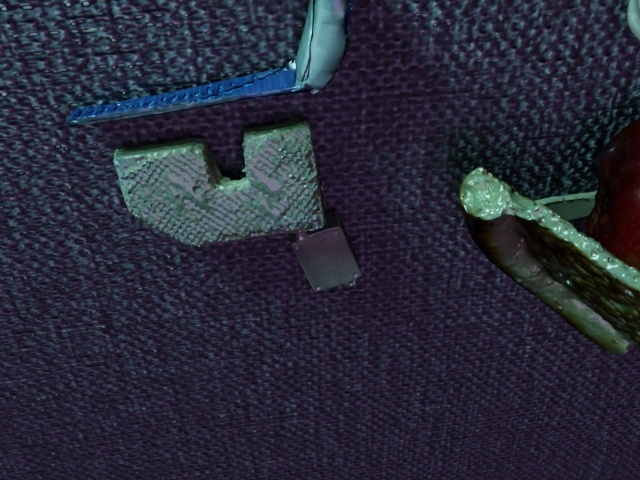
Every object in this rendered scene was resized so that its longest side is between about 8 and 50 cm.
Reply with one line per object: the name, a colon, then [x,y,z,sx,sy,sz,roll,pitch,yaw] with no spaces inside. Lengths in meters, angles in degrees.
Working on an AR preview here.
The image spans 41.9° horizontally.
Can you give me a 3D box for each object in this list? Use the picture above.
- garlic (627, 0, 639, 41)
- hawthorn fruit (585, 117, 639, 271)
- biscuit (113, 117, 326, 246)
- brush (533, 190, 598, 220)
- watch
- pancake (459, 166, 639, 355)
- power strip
garlic: [0.454,-0.297,0.902,0.199,0.199,0.226,19,102,-27]
hawthorn fruit: [0.477,-0.046,1.083,0.266,0.210,0.230,1,89,-17]
biscuit: [-0.121,-0.066,1.043,0.250,0.046,0.147,-8,122,-1]
brush: [0.444,-0.064,1.196,0.336,0.020,0.085,-9,134,-2]
watch: [-0.117,-0.209,0.910,0.274,0.068,0.276,9,131,-19]
pancake: [0.334,0.061,1.115,0.067,0.305,0.427,-50,141,-4]
power strip: [0.000,0.000,1.147,0.075,0.042,0.175,-19,132,6]
